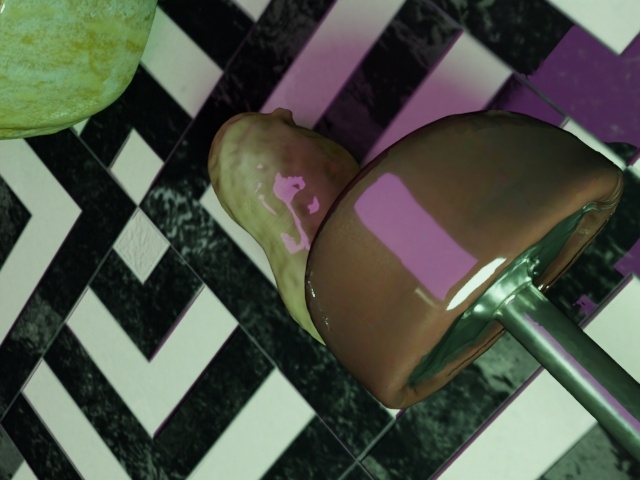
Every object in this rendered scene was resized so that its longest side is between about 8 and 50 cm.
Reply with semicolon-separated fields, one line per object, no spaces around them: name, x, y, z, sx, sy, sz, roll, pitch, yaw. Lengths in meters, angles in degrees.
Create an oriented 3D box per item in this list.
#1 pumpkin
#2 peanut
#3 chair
pumpkin;-0.313;-0.244;0.806;0.332;0.199;0.333;-4;82;32
peanut;0.000;0.000;0.672;0.263;0.101;0.117;59;137;14
chair;0.188;0.106;0.494;0.401;0.226;0.226;46;114;20
